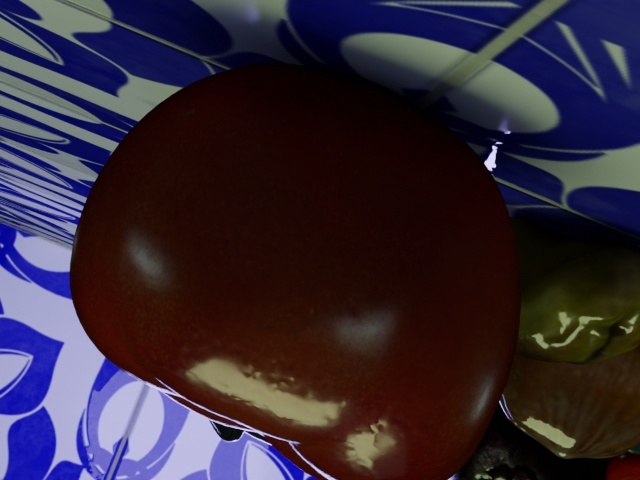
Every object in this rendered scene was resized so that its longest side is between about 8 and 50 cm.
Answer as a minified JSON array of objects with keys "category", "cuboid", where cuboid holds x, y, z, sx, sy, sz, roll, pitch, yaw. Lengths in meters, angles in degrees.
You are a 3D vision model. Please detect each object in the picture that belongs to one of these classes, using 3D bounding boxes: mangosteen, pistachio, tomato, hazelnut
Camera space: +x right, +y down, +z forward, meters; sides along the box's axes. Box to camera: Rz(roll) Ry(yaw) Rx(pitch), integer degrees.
[{"category":"mangosteen","cuboid":[0.265,0.246,2.258,0.228,0.228,0.265,20,-149,8]},{"category":"pistachio","cuboid":[0.171,0.042,1.277,0.110,0.100,0.189,31,168,-35]},{"category":"tomato","cuboid":[-0.009,0.015,1.088,0.299,0.226,0.298,29,174,3]},{"category":"hazelnut","cuboid":[0.214,0.102,1.449,0.150,0.150,0.150,21,173,3]}]

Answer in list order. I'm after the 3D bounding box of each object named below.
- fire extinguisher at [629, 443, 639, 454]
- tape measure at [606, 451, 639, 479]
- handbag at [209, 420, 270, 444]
[{"category":"fire extinguisher","cuboid":[0.349,0.186,1.946,0.118,0.093,0.294,-8,-165,-42]},{"category":"tape measure","cuboid":[0.468,0.293,2.097,0.260,0.114,0.253,31,156,10]},{"category":"handbag","cuboid":[-0.046,0.065,1.520,0.275,0.177,0.302,16,149,5]}]
